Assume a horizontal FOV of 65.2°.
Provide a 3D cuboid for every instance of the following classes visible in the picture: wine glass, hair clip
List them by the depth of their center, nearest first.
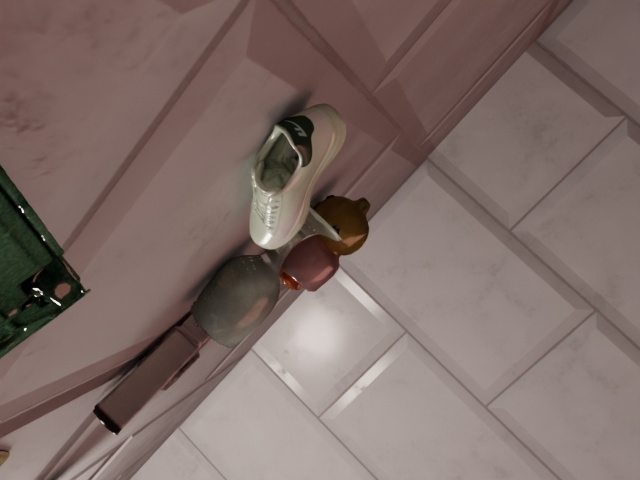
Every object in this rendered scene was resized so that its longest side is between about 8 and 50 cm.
[{"bbox_3d":[-0.107,0.060,0.978,0.321,0.143,0.143,-45,172,-4],"label":"wine glass"},{"bbox_3d":[-0.314,0.249,1.038,0.331,0.085,0.101,-43,174,-28],"label":"hair clip"}]

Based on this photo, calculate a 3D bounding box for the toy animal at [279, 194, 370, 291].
[{"bbox_3d":[0.004,0.001,1.176,0.281,0.169,0.195,-48,137,-2],"label":"toy animal"}]

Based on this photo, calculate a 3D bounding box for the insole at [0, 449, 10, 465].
[{"bbox_3d":[-0.499,0.321,0.715,0.081,0.011,0.248,-42,171,-30],"label":"insole"}]

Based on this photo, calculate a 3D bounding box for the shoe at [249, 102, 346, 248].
[{"bbox_3d":[-0.065,-0.077,0.714,0.110,0.095,0.265,-28,155,-49],"label":"shoe"}]

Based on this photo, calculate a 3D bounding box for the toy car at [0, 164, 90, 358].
[{"bbox_3d":[-0.228,0.012,0.266,0.141,0.097,0.320,-42,172,-25],"label":"toy car"}]
